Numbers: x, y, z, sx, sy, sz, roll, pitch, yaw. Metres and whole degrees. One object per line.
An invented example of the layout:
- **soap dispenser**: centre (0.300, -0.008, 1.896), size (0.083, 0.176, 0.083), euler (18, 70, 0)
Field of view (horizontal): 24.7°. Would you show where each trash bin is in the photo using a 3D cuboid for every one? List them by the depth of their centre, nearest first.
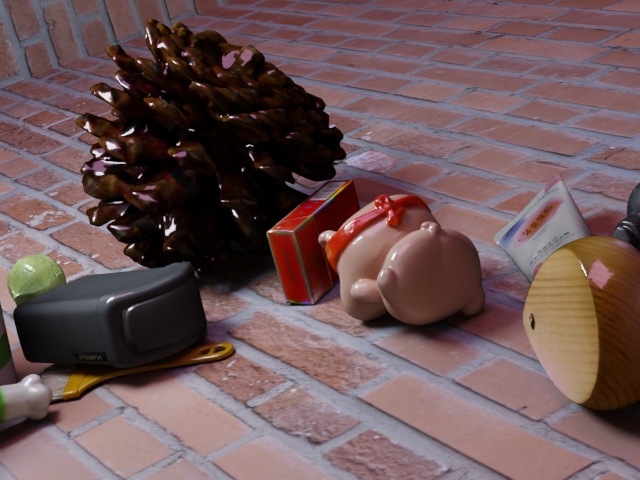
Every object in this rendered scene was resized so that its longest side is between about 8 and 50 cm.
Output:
- **trash bin**: centre (-0.266, 0.098, 1.916), size (0.236, 0.101, 0.176), euler (-4, 16, 37)

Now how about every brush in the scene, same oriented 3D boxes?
- **brush**: centre (0.318, 0.077, 1.505), size (0.166, 0.174, 0.266), euler (-6, 2, -11)
- **brush**: centre (-0.241, 0.164, 1.876), size (0.272, 0.013, 0.103), euler (-11, 21, 10)

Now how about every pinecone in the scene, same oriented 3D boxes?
- **pinecone**: centre (-0.175, -0.119, 2.111), size (0.397, 0.398, 0.398), euler (-14, 20, 5)

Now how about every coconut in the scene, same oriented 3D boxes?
- **coconut**: centre (-0.422, 0.067, 2.157), size (0.088, 0.088, 0.096), euler (-1, 18, 34)

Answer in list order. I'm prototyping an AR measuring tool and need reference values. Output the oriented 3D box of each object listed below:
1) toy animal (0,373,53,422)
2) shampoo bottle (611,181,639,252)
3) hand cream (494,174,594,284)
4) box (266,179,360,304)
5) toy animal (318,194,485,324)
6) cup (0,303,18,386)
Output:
- **toy animal**: centre (-0.497, 0.208, 1.703), size (0.363, 0.181, 0.180), euler (-24, 12, -15)
- **shampoo bottle**: centre (0.452, -0.050, 1.800), size (0.284, 0.101, 0.101), euler (-29, 24, -32)
- **hand cream**: centre (0.286, 0.008, 1.795), size (0.124, 0.078, 0.341), euler (-46, 17, 11)
- **box**: centre (0.001, 0.000, 1.984), size (0.048, 0.112, 0.175), euler (-1, 25, 32)
- **toy animal**: centre (0.097, 0.025, 1.802), size (0.171, 0.171, 0.197), euler (-23, 29, -19)
- **cup**: centre (-0.523, 0.095, 1.888), size (0.253, 0.274, 0.253), euler (-12, 19, 4)
